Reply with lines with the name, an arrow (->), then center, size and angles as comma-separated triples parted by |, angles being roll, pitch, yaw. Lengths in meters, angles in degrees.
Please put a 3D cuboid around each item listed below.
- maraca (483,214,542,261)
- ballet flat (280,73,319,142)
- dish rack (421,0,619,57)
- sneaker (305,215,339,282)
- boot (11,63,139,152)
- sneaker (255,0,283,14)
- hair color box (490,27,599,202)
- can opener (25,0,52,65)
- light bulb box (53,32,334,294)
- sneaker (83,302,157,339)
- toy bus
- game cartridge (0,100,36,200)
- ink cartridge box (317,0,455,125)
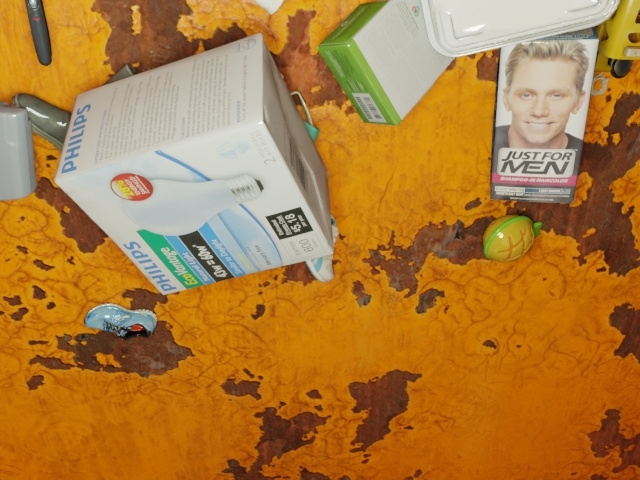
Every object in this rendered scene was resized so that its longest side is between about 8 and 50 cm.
maraca -> 0.447, -0.004, 1.526 | 0.185, 0.099, 0.127 | 2, 130, -43
ballet flat -> -0.089, -0.272, 1.271 | 0.087, 0.083, 0.247 | -48, 122, -6
dish rack -> 0.327, -0.464, 1.101 | 0.332, 0.072, 0.286 | -9, 118, 15
sneaker -> 0.000, 0.000, 1.458 | 0.092, 0.087, 0.229 | -20, 127, 2
boot -> -0.428, -0.254, 1.220 | 0.208, 0.076, 0.189 | -31, 134, 18
sneaker -> -0.066, -0.470, 1.144 | 0.061, 0.054, 0.152 | 30, 115, -23
hair color box -> 0.435, -0.248, 1.318 | 0.173, 0.105, 0.347 | 3, 126, 13
can opener -> -0.483, -0.390, 1.126 | 0.073, 0.059, 0.186 | 1, 123, -11
light bulb box -> -0.202, -0.116, 1.181 | 0.361, 0.225, 0.358 | -14, 140, 13
sneaker -> -0.461, 0.191, 1.518 | 0.162, 0.073, 0.063 | 5, 123, -13
toy bus -> 0.587, -0.386, 1.278 | 0.191, 0.104, 0.202 | -40, 121, 18
game cartridge -> -0.673, -0.175, 1.201 | 0.297, 0.062, 0.198 | 12, 119, 2
ink cartridge box -> 0.146, -0.369, 1.234 | 0.255, 0.097, 0.189 | -49, 124, -17
